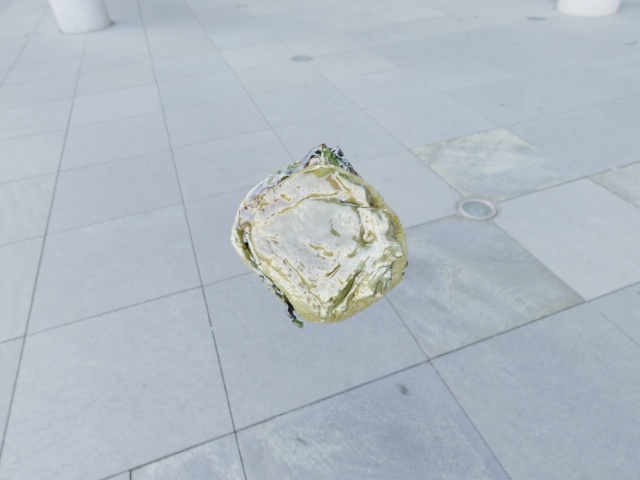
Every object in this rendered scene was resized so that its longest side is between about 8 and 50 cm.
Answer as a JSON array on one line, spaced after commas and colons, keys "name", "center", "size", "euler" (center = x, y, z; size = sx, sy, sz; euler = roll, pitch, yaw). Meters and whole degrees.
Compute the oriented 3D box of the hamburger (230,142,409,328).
[{"name": "hamburger", "center": [0.000, 0.000, 0.550], "size": [0.183, 0.130, 0.206], "euler": [-38, 80, 3]}]
